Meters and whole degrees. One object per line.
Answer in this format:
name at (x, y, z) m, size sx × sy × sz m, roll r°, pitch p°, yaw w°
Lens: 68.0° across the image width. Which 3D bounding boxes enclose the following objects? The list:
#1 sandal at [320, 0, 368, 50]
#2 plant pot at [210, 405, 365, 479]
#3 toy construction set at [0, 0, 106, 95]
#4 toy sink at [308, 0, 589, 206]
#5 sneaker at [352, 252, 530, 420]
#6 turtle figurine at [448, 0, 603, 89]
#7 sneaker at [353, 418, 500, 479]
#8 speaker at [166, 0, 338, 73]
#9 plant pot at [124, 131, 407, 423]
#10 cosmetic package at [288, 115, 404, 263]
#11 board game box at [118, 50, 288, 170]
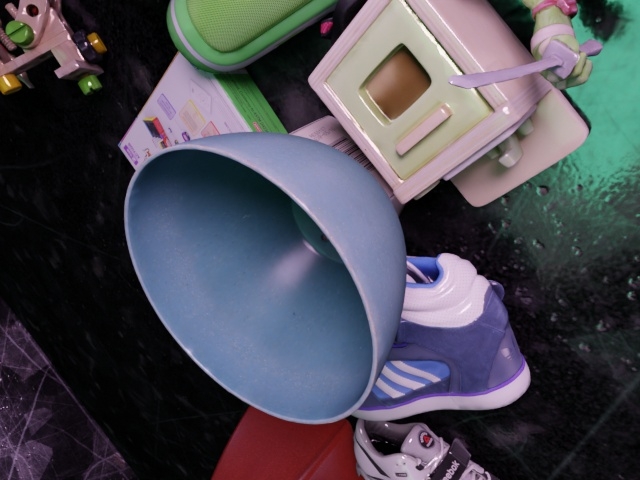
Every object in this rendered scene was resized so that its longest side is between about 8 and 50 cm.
sandal at (0.029, -0.234, 0.505) m, size 0.040 × 0.067 × 0.179 m, roll 53°, pitch 176°, yaw 0°
plant pot at (-0.075, 0.528, 1.002) m, size 0.267 × 0.236 × 0.267 m, roll 1°, pitch 118°, yaw 38°
toy construction set at (-0.524, -0.335, 0.851) m, size 0.237 × 0.257 × 0.309 m, roll 54°, pitch 158°, yaw -20°
toy sink at (0.127, -0.135, 0.486) m, size 0.234 × 0.131 × 0.153 m, roll 52°, pitch 136°, yaw 0°
sneaker at (0.102, 0.121, 0.667) m, size 0.323 × 0.130 × 0.236 m, roll -21°, pitch 105°, yaw 43°
turtle figurine at (0.209, -0.201, 0.296) m, size 0.266 × 0.275 × 0.197 m, roll 1°, pitch 102°, yaw 17°
sneaker at (0.189, 0.383, 0.775) m, size 0.330 × 0.122 × 0.146 m, roll 9°, pitch 124°, yaw 35°
speaker at (-0.050, -0.296, 0.531) m, size 0.296 × 0.131 × 0.131 m, roll -11°, pitch 109°, yaw 43°
plant pot at (-0.028, 0.010, 0.500) m, size 0.290 × 0.195 × 0.290 m, roll 19°, pitch 127°, yaw 27°
cosmetic package at (0.000, 0.000, 0.690) m, size 0.160 × 0.113 × 0.309 m, roll 36°, pitch 135°, yaw 15°
board game box at (-0.195, -0.143, 0.790) m, size 0.316 × 0.064 × 0.242 m, roll -28°, pitch 98°, yaw 46°
